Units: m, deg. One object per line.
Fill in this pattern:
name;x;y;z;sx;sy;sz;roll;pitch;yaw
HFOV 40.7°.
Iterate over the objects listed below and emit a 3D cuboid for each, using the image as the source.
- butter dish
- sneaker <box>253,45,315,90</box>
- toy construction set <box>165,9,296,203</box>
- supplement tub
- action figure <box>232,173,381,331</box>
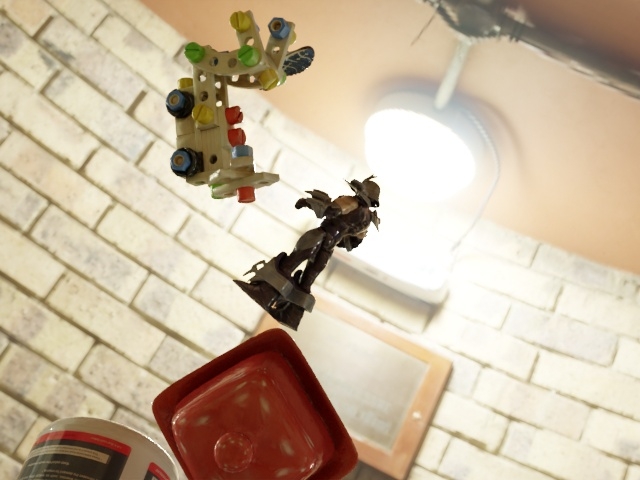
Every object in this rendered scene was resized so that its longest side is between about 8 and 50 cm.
butter dish;-0.068;0.183;0.789;0.160;0.160;0.118;60;4;4
sneaker;-0.072;-0.334;1.602;0.135;0.058;0.052;-23;-29;26
toy construction set;-0.137;-0.191;1.353;0.215;0.328;0.151;-10;-27;19
supplement tub;-0.293;0.365;1.014;0.191;0.272;0.191;9;-43;9
action figure;0.000;0.000;1.375;0.099;0.285;0.185;35;-9;38
